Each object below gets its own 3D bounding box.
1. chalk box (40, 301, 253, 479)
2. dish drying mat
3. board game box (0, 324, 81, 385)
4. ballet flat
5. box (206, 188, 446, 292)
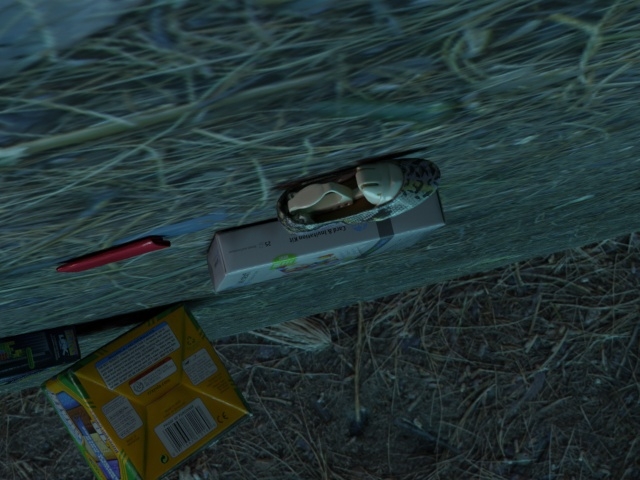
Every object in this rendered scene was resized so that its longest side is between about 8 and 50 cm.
[{"bbox_3d":[-0.247,0.215,1.699,0.180,0.179,0.289,-33,-177,-25],"label":"chalk box"},{"bbox_3d":[-0.156,0.011,0.952,0.083,0.008,0.032,-15,174,20],"label":"dish drying mat"},{"bbox_3d":[-0.397,0.152,1.562,0.141,0.048,0.170,-12,174,-38],"label":"board game box"},{"bbox_3d":[0.022,-0.031,0.833,0.114,0.041,0.041,-16,174,14],"label":"ballet flat"},{"bbox_3d":[0.000,0.000,1.078,0.186,0.038,0.145,-12,174,-10],"label":"box"}]
